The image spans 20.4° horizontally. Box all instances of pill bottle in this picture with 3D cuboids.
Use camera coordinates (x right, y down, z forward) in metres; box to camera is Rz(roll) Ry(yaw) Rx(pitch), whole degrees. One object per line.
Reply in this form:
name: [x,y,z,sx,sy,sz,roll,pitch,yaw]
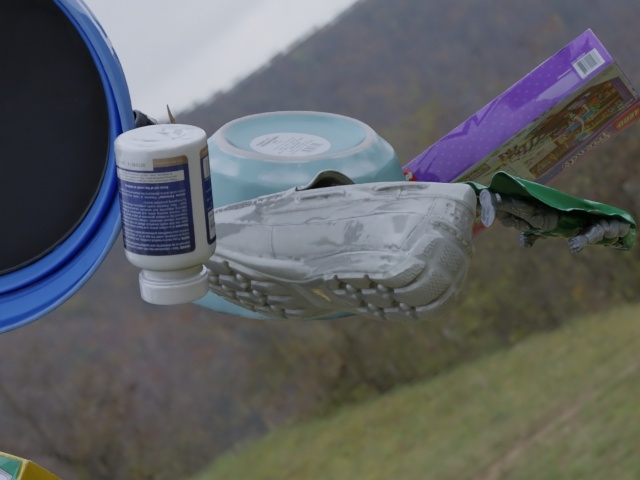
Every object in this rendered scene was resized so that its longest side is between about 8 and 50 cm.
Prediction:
pill bottle: [-0.109,-0.018,1.268,0.067,0.120,0.067,-3,18,1]

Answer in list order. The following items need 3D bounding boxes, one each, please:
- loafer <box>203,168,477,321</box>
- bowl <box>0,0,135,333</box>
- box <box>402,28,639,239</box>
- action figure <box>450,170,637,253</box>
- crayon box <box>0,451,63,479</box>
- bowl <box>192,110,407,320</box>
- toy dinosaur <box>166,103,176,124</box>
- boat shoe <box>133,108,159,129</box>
loafer: [0.000,0.000,1.462,0.319,0.112,0.111,3,59,43]
bowl: [-0.350,-0.099,1.555,0.391,0.391,0.077,-37,15,19]
box: [0.243,-0.117,2.139,0.293,0.057,0.201,-36,-24,10]
action figure: [0.229,-0.020,1.735,0.232,0.063,0.137,9,-3,-38]
crayon box: [-0.354,0.454,2.015,0.313,0.106,0.363,47,-122,-56]
bowl: [-0.026,-0.044,1.987,0.312,0.163,0.311,1,21,0]
toy dinosaur: [-0.155,-0.090,2.433,0.064,0.112,0.211,-53,-25,-13]
boat shoe: [-0.294,-0.100,2.221,0.206,0.075,0.065,-29,-38,7]
